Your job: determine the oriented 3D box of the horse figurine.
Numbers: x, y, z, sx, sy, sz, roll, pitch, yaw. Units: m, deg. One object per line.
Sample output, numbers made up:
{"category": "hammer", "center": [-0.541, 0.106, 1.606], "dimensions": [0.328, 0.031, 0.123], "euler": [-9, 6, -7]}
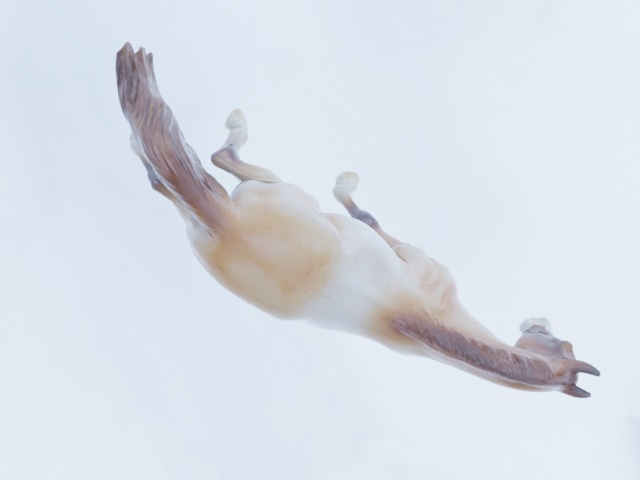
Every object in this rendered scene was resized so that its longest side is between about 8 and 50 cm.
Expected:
{"category": "horse figurine", "center": [0.000, 0.000, 0.930], "dimensions": [0.263, 0.174, 0.066], "euler": [28, 107, -31]}
